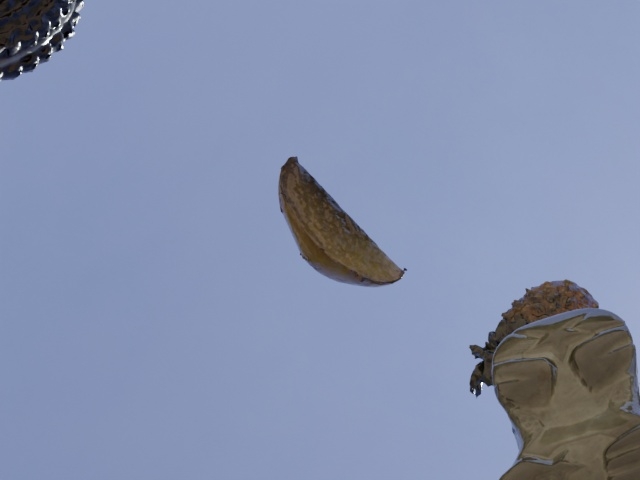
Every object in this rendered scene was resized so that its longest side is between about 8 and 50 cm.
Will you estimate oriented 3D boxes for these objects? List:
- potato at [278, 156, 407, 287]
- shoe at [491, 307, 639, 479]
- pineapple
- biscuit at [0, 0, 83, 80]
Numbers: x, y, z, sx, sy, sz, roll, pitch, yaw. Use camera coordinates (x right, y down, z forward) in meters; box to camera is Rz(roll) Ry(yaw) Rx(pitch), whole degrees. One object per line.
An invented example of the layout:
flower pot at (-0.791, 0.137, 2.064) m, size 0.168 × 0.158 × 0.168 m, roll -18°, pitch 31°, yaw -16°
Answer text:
potato at (0.000, 0.001, 0.601) m, size 0.037 × 0.093 × 0.036 m, roll -40°, pitch 175°, yaw -42°
shoe at (0.114, 0.108, 0.425) m, size 0.071 × 0.099 × 0.169 m, roll -17°, pitch -150°, yaw 16°
pineapple at (0.227, 0.110, 1.153) m, size 0.108 × 0.108 × 0.198 m, roll 5°, pitch -162°, yaw 42°
biscuit at (-0.264, -0.191, 0.753) m, size 0.053 × 0.195 × 0.194 m, roll 119°, pitch -15°, yaw -56°
